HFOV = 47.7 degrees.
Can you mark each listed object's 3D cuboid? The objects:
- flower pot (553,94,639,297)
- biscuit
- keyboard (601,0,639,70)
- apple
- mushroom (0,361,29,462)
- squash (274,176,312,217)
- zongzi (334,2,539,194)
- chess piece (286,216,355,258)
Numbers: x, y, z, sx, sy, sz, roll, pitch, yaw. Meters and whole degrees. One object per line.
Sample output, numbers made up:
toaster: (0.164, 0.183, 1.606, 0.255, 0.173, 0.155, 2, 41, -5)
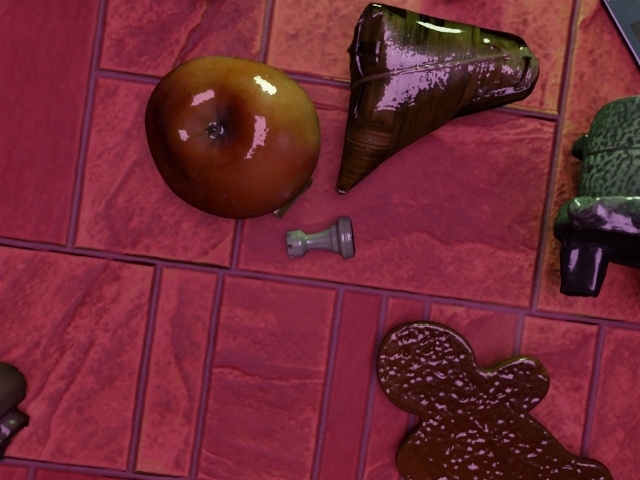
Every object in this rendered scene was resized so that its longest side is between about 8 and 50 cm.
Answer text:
flower pot: (0.476, -0.045, 1.045, 0.299, 0.299, 0.282, 13, 84, -4)
biscuit: (0.253, 0.298, 1.142, 0.283, 0.064, 0.432, -42, 92, 7)
keyboard: (0.515, -0.335, 1.173, 0.055, 0.014, 0.176, -31, 93, -3)
apple: (-0.125, -0.149, 1.029, 0.254, 0.253, 0.253, 0, 91, -4)
mushroom: (-0.533, 0.269, 1.074, 0.141, 0.117, 0.188, 37, 93, 8)
squash: (-0.044, -0.073, 1.134, 0.027, 0.027, 0.083, 43, 87, -3)
zongzi: (0.167, -0.189, 1.091, 0.286, 0.134, 0.288, 11, 89, -1)
chess piece: (0.000, 0.000, 1.124, 0.103, 0.067, 0.067, -6, 91, 5)
